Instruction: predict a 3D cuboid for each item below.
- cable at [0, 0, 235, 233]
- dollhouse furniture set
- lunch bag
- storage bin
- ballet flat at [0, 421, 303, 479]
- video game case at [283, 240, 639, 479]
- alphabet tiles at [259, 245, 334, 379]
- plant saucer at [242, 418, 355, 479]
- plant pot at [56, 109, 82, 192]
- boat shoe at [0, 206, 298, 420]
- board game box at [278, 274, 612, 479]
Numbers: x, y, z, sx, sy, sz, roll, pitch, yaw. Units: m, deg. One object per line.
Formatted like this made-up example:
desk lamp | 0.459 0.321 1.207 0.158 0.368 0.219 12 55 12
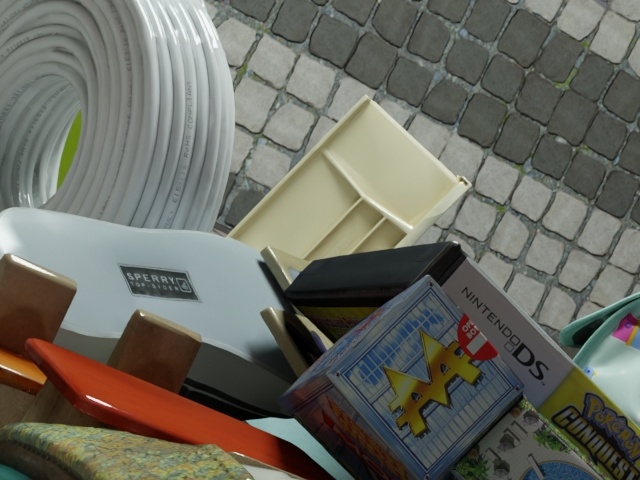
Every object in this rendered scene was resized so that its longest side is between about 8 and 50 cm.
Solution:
cable | -0.159 -0.056 1.201 0.089 0.257 0.257 18 34 -43
dollhouse furniture set | -0.095 0.062 0.778 0.259 0.135 0.262 25 3 -32
lunch bag | 0.275 0.140 1.567 0.160 0.262 0.223 28 4 21
storage bin | 0.000 0.000 1.727 0.123 0.260 0.262 44 3 -1
ballet flat | 0.021 0.139 0.547 0.123 0.123 0.348 25 6 -43
video game case | 0.104 0.101 0.945 0.248 0.035 0.275 45 -10 -8
alphabet tiles | 0.084 0.134 1.148 0.285 0.011 0.342 57 16 24
plant saucer | 0.023 0.158 1.165 0.195 0.037 0.195 26 2 -1
plant pot | -0.284 -0.112 1.494 0.207 0.227 0.228 20 5 -11
boat shoe | -0.099 0.064 1.048 0.306 0.105 0.113 9 47 -55
board game box | 0.062 0.094 0.795 0.194 0.060 0.194 43 -10 15
